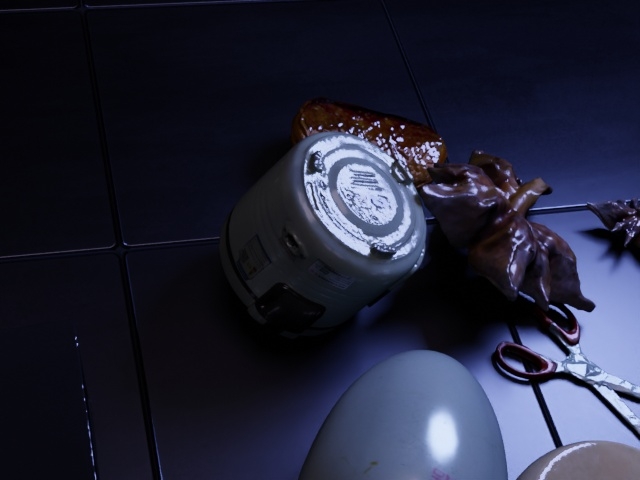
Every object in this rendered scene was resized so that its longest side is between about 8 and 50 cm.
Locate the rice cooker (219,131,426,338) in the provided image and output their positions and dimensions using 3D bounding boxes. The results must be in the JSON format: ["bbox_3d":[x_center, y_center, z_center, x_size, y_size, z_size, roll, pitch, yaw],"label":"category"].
[{"bbox_3d":[0.000,0.000,1.513,0.226,0.244,0.226,21,51,-29],"label":"rice cooker"}]

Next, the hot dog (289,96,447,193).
[{"bbox_3d":[0.067,-0.132,1.721,0.227,0.099,0.160,14,49,0],"label":"hot dog"}]

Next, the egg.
[{"bbox_3d":[0.090,0.272,1.300,0.230,0.230,0.371,15,45,2],"label":"egg"}]

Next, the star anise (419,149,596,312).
[{"bbox_3d":[0.250,-0.027,1.597,0.349,0.109,0.292,14,49,-50],"label":"star anise"}]

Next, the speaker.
[{"bbox_3d":[-0.366,0.240,1.279,0.254,0.184,0.232,-8,51,-12],"label":"speaker"}]

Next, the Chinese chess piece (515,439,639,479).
[{"bbox_3d":[0.325,0.353,1.331,0.273,0.102,0.273,11,50,-14],"label":"Chinese chess piece"}]

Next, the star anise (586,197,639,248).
[{"bbox_3d":[0.444,-0.029,1.726,0.129,0.056,0.124,20,38,3],"label":"star anise"}]

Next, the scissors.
[{"bbox_3d":[0.360,0.179,1.567,0.247,0.017,0.144,35,54,17],"label":"scissors"}]
